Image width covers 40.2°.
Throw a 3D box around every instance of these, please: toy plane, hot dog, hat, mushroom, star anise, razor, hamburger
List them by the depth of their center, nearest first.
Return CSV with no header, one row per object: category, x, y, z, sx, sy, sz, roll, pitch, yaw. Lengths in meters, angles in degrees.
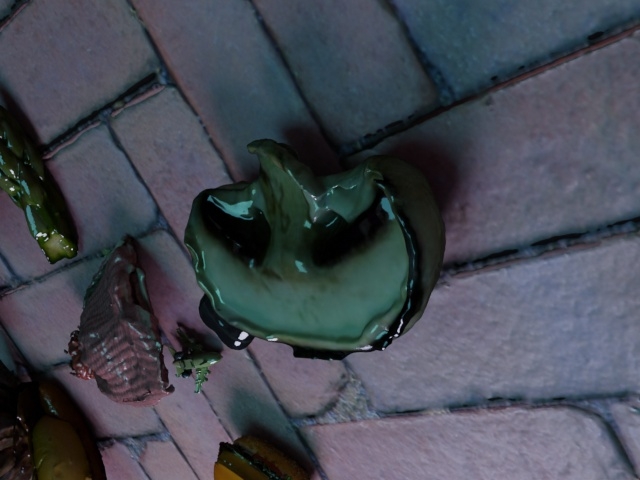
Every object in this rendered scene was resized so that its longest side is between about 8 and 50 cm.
mushroom,0.002,-0.001,0.935,0.344,0.130,0.247,-18,91,45
razor,-0.101,0.074,1.123,0.090,0.054,0.148,43,138,7
toy plane,-0.186,0.178,1.287,0.111,0.040,0.102,-10,102,47
hamburger,-0.084,0.360,1.299,0.166,0.087,0.137,33,137,19
hat,-0.304,0.148,1.320,0.286,0.107,0.236,-35,66,48
hot dog,-0.468,0.400,1.618,0.194,0.107,0.325,78,170,-85
star anise,-0.600,0.371,1.677,0.292,0.109,0.349,81,167,-45

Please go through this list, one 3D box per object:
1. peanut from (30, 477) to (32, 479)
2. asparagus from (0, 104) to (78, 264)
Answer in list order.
peanut,-0.552,0.531,1.812,0.124,0.123,0.256,-19,104,47
asparagus,-0.431,-0.088,1.277,0.080,0.080,0.287,-4,116,43
